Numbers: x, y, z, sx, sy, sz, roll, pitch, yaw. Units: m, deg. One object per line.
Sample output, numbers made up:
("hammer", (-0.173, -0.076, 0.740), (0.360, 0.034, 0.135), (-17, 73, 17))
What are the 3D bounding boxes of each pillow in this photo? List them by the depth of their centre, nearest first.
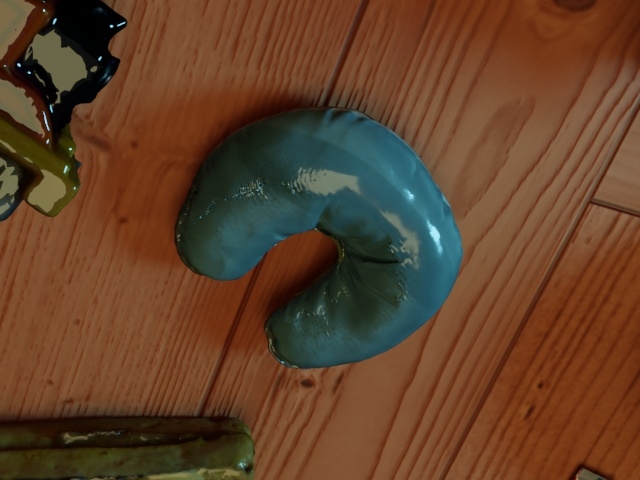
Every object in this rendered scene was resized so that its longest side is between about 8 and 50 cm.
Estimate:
("pillow", (0.000, 0.000, 1.052), (0.214, 0.086, 0.233), (-35, 117, 19))

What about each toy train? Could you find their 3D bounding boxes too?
("toy train", (-0.298, -0.168, 0.872), (0.369, 0.163, 0.231), (36, 101, -25))

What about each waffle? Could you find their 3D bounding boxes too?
("waffle", (-0.225, 0.265, 1.172), (0.328, 0.098, 0.224), (-2, 122, -11))

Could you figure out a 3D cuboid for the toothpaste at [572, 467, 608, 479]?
("toothpaste", (0.225, 0.305, 1.295), (0.048, 0.031, 0.190), (27, 110, -18))
